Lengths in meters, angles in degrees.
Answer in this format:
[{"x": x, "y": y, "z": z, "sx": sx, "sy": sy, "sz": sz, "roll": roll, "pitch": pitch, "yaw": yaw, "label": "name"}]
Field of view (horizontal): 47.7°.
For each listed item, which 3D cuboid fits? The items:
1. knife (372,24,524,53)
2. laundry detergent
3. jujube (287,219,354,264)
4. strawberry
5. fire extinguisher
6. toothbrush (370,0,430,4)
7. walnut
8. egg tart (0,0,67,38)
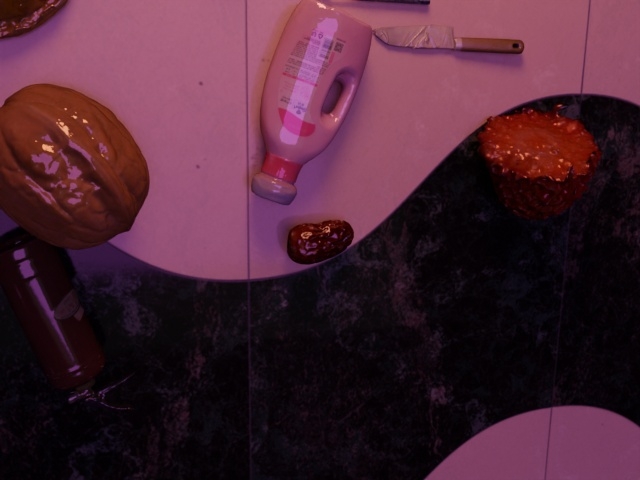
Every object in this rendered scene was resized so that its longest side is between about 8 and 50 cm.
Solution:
[{"x": 0.233, "y": -0.367, "z": 1.313, "sx": 0.297, "sy": 0.017, "sz": 0.047, "roll": -1, "pitch": 101, "yaw": -12, "label": "knife"}, {"x": -0.028, "y": -0.226, "z": 1.232, "sx": 0.158, "sy": 0.088, "sz": 0.335, "roll": 17, "pitch": 99, "yaw": -20, "label": "laundry detergent"}, {"x": 0.000, "y": 0.000, "z": 1.305, "sx": 0.129, "sy": 0.077, "sz": 0.078, "roll": -16, "pitch": 107, "yaw": -24, "label": "jujube"}, {"x": 0.399, "y": -0.132, "z": 1.358, "sx": 0.233, "sy": 0.234, "sz": 0.178, "roll": -15, "pitch": 135, "yaw": -13, "label": "strawberry"}, {"x": -0.412, "y": 0.150, "z": 1.200, "sx": 0.138, "sy": 0.102, "sz": 0.344, "roll": -23, "pitch": 108, "yaw": -12, "label": "fire extinguisher"}, {"x": 0.089, "y": -0.424, "z": 1.257, "sx": 0.219, "sy": 0.016, "sz": 0.019, "roll": -2, "pitch": 95, "yaw": -15, "label": "toothbrush"}, {"x": -0.383, "y": -0.107, "z": 1.095, "sx": 0.225, "sy": 0.225, "sz": 0.261, "roll": -41, "pitch": 109, "yaw": -4, "label": "walnut"}, {"x": -0.511, "y": -0.455, "z": 1.013, "sx": 0.345, "sy": 0.132, "sz": 0.346, "roll": -3, "pitch": 104, "yaw": -13, "label": "egg tart"}]
